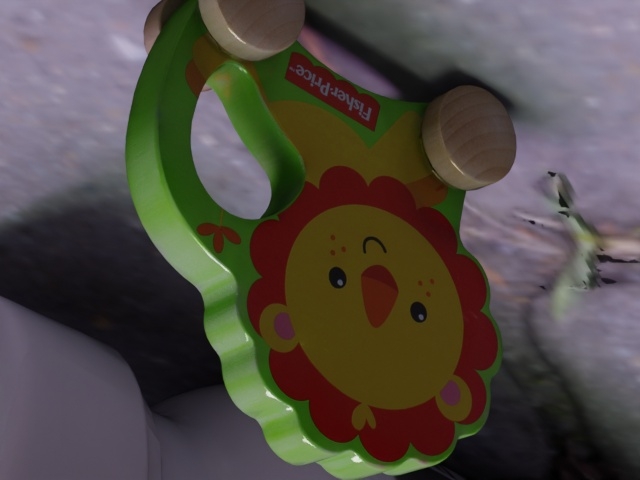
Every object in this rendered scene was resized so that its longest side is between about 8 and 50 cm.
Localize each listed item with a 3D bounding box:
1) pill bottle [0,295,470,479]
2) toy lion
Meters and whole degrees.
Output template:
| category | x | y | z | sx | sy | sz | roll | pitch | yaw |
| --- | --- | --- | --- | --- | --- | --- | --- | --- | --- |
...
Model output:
| category | x | y | z | sx | sy | sz | roll | pitch | yaw |
| --- | --- | --- | --- | --- | --- | --- | --- | --- | --- |
| pill bottle | 0.005 | 0.172 | 0.611 | 0.363 | 0.210 | 0.210 | 31 | 148 | -28 |
| toy lion | 0.000 | 0.000 | 0.419 | 0.100 | 0.096 | 0.034 | 30 | 149 | -26 |
